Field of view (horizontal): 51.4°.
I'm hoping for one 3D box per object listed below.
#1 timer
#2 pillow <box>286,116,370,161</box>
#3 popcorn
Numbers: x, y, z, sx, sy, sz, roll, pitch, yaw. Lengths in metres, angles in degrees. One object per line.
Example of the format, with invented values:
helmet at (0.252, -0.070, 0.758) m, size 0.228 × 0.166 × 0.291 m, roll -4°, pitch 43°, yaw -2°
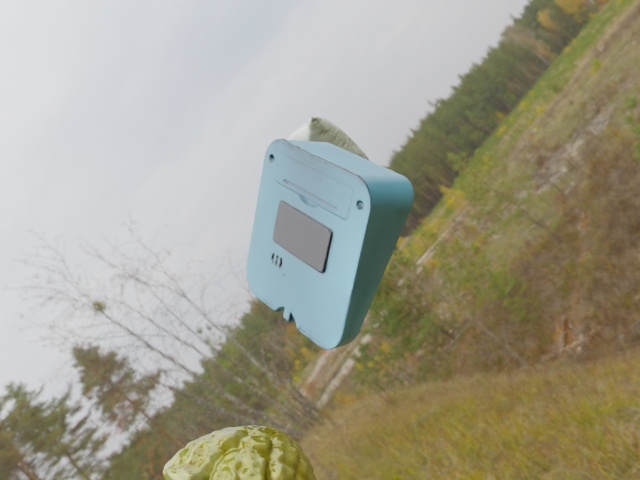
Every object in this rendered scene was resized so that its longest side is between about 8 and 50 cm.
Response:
timer at (0.000, 0.000, 0.941) m, size 0.091 × 0.231 × 0.250 m, roll -2°, pitch -65°, yaw -42°
pillow at (-0.001, -0.179, 1.364) m, size 0.078 × 0.144 × 0.254 m, roll -56°, pitch 13°, yaw -17°
popcorn at (-0.086, 0.253, 0.625) m, size 0.173 × 0.142 × 0.173 m, roll -26°, pitch -12°, yaw -6°
